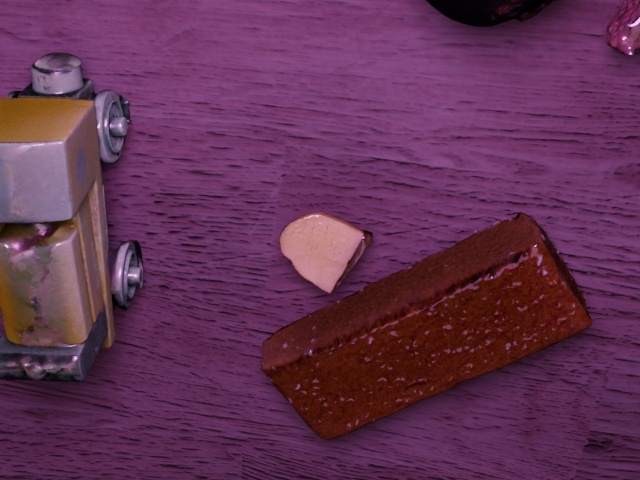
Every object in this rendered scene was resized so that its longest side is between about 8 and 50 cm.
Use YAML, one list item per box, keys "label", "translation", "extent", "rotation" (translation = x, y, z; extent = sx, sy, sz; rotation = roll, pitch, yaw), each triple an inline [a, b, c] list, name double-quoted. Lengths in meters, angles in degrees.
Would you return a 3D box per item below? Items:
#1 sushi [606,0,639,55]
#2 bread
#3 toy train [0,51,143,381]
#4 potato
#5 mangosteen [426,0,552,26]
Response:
- label: "sushi"
  translation: [0.435, -0.298, 1.125]
  extent: [0.241, 0.107, 0.161]
  rotation: [-6, 115, 6]
- label: "bread"
  translation: [0.135, 0.121, 1.360]
  extent: [0.417, 0.113, 0.165]
  rotation: [-26, 114, 17]
- label: "toy train"
  translation: [-0.317, -0.013, 1.224]
  extent: [0.160, 0.253, 0.397]
  rotation: [2, 118, 2]
- label: "potato"
  translation: [0.000, 0.000, 1.325]
  extent: [0.103, 0.066, 0.096]
  rotation: [36, 100, -11]
- label: "mangosteen"
  translation: [0.181, -0.343, 1.055]
  extent: [0.243, 0.243, 0.242]
  rotation: [1, 119, 2]
